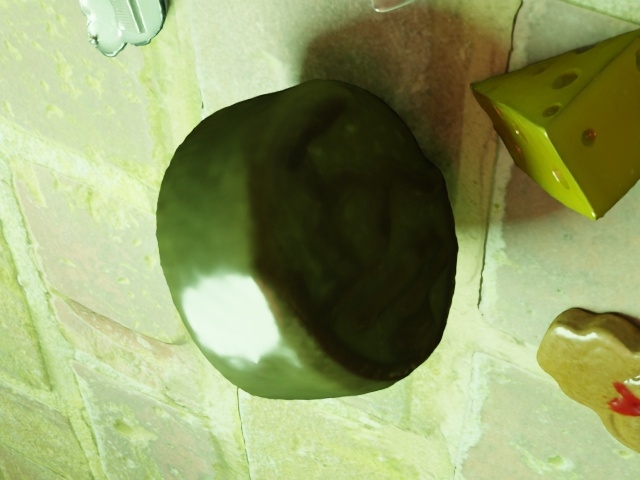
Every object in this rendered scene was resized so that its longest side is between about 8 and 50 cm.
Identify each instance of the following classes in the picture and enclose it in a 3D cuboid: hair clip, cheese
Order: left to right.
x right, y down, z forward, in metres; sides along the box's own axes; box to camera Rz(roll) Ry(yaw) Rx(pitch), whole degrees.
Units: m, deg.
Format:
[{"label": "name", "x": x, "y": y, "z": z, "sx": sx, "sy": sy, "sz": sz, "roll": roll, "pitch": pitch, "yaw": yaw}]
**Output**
[{"label": "hair clip", "x": -0.204, "y": -0.248, "z": 1.118, "sx": 0.116, "sy": 0.049, "sz": 0.172, "roll": 15, "pitch": 145, "yaw": 35}, {"label": "cheese", "x": 0.192, "y": -0.096, "z": 0.944, "sx": 0.093, "sy": 0.126, "sz": 0.171, "roll": 52, "pitch": 164, "yaw": -21}]

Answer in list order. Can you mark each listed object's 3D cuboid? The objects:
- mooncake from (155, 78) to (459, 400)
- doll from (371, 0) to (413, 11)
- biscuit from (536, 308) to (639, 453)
[{"label": "mooncake", "x": 0.000, "y": 0.000, "z": 1.038, "sx": 0.156, "sy": 0.284, "sz": 0.284, "roll": -13, "pitch": 124, "yaw": 42}, {"label": "doll", "x": 0.087, "y": -0.247, "z": 0.807, "sx": 0.107, "sy": 0.110, "sz": 0.180, "roll": 12, "pitch": 150, "yaw": -3}, {"label": "biscuit", "x": 0.370, "y": 0.174, "z": 1.138, "sx": 0.334, "sy": 0.047, "sz": 0.202, "roll": 29, "pitch": 146, "yaw": 11}]
